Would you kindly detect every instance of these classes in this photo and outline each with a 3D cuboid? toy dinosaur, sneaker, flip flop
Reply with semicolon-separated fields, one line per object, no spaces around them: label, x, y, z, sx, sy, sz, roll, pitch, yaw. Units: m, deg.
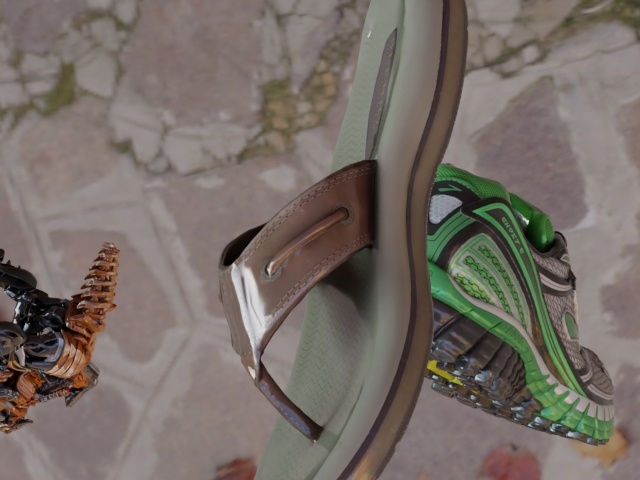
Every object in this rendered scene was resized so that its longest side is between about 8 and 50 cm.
toy dinosaur;-0.345;0.105;1.759;0.218;0.164;0.322;30;103;-25
sneaker;0.147;0.054;1.054;0.134;0.343;0.146;18;80;28
flip flop;0.000;0.000;0.621;0.112;0.080;0.277;150;135;-64
